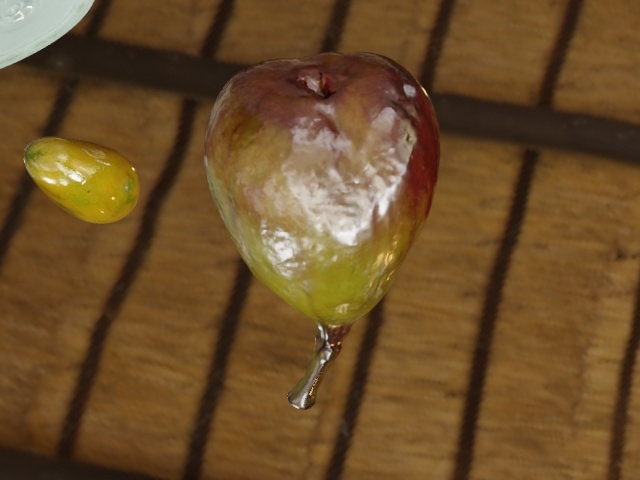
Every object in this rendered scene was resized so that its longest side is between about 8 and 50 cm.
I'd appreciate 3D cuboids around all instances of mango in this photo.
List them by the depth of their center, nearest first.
[{"bbox_3d":[-0.270,-0.070,1.705,0.111,0.163,0.089,16,-94,14],"label":"mango"}]

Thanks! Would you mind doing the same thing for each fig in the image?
[{"bbox_3d":[0.000,0.001,1.095,0.170,0.274,0.145,-3,-160,-13],"label":"fig"}]

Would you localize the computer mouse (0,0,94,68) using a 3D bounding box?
[{"bbox_3d":[-0.222,-0.209,0.938,0.159,0.288,0.097,-28,-110,-12],"label":"computer mouse"}]
